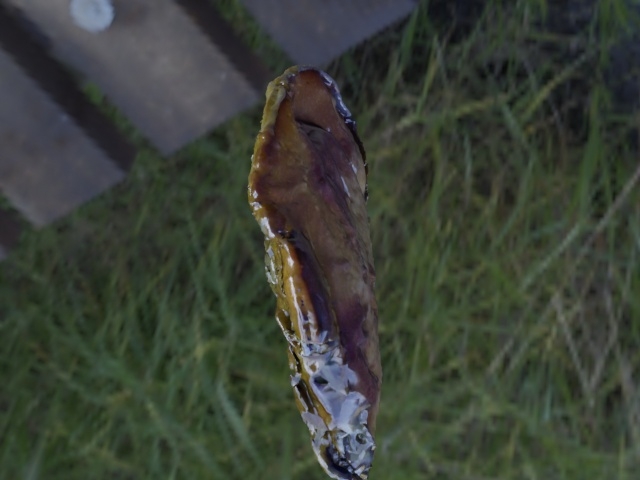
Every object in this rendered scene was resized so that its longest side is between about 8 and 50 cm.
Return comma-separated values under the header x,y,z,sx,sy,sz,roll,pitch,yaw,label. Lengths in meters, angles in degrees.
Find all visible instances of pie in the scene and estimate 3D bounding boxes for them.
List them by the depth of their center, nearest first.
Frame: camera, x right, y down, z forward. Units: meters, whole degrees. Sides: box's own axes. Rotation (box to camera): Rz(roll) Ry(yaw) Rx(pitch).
x,y,z,sx,sy,sz,roll,pitch,yaw,label
0.000,0.000,0.635,0.034,0.170,0.092,-15,142,15,pie
